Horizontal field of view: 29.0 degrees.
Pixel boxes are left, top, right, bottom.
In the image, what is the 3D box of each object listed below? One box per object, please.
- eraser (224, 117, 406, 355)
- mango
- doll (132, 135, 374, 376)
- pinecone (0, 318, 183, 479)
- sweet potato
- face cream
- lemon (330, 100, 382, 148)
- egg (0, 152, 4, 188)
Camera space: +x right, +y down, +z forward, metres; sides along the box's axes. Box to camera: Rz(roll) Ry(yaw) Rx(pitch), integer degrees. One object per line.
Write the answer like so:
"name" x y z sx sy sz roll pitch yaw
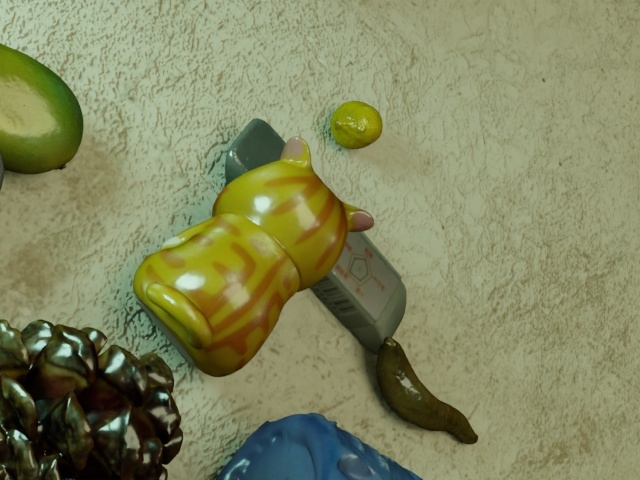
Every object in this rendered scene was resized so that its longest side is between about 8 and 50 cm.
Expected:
"eraser" 0.000 0.000 1.539 0.352 0.061 0.089 49 53 -21
"mango" -0.332 -0.139 1.265 0.191 0.085 0.122 28 72 -23
"doll" -0.085 0.026 1.375 0.166 0.162 0.269 53 58 -24
"pinecone" -0.250 0.178 1.152 0.309 0.244 0.244 -12 87 -58
"sweet potato" 0.132 0.213 1.609 0.249 0.059 0.069 46 54 -33
"face cream" 0.008 0.336 1.331 0.225 0.249 0.249 38 56 -28
"lemon" 0.045 -0.151 1.616 0.092 0.065 0.065 -10 86 -52
"egg" -0.389 -0.078 1.148 0.199 0.146 0.146 25 63 -41
